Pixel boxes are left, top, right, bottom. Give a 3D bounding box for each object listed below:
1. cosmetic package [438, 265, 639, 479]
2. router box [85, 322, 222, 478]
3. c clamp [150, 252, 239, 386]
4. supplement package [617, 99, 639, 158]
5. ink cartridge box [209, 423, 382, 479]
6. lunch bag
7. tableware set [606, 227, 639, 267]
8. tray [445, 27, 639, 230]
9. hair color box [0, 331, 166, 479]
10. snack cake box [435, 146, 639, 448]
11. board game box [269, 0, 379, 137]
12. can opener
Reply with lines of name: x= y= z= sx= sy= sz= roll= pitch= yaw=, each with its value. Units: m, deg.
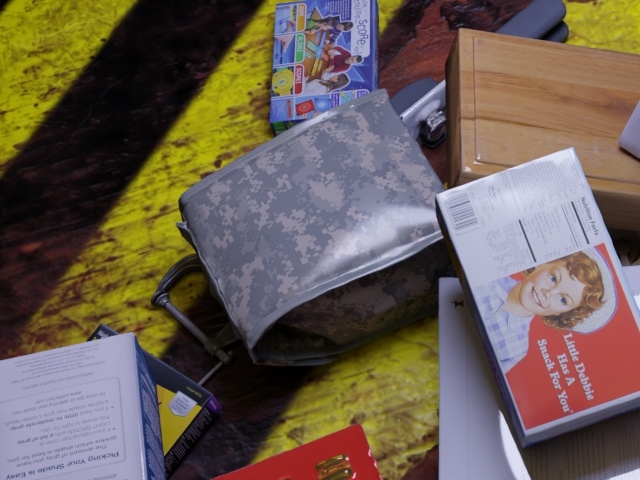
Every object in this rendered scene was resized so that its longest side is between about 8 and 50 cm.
cosmetic package: x=0.266 y=0.209 z=1.615 sx=0.284 sy=0.097 sz=0.377 roll=-3 pitch=57 yaw=9
router box: x=-0.221 y=0.192 z=1.770 sx=0.179 sy=0.046 sz=0.133 roll=29 pitch=71 yaw=28
c clamp: x=-0.142 y=0.086 z=1.840 sx=0.137 sy=0.022 sz=0.161 roll=-37 pitch=57 yaw=-12
supplement package: x=0.485 y=-0.185 z=1.649 sx=0.198 sy=0.199 sz=0.263 roll=34 pitch=57 yaw=11
ink cartridge box: x=-0.047 y=0.370 z=1.576 sx=0.308 sy=0.091 sz=0.385 roll=-21 pitch=51 yaw=-1
lunch bag: x=0.000 y=0.000 z=1.776 sx=0.287 sy=0.169 sz=0.235 roll=-23 pitch=56 yaw=-8
tableware set: x=0.379 y=-0.026 z=1.780 sx=0.194 sy=0.039 sz=0.128 roll=-42 pitch=58 yaw=-15
tray: x=0.348 y=-0.114 z=1.739 sx=0.411 sy=0.076 sz=0.203 roll=7 pitch=56 yaw=-8
hair color box: x=-0.245 y=0.275 z=1.577 sx=0.174 sy=0.105 sz=0.347 roll=-12 pitch=52 yaw=3
snack cake box: x=0.229 y=0.058 z=1.567 sx=0.152 sy=0.089 sz=0.264 roll=-19 pitch=74 yaw=-1
board game box: x=0.007 y=-0.227 z=2.006 sx=0.136 sy=0.035 sz=0.201 roll=-5 pitch=56 yaw=11
can opener: x=0.188 y=-0.211 z=1.928 sx=0.280 sy=0.074 sz=0.093 roll=-37 pitch=56 yaw=-12
